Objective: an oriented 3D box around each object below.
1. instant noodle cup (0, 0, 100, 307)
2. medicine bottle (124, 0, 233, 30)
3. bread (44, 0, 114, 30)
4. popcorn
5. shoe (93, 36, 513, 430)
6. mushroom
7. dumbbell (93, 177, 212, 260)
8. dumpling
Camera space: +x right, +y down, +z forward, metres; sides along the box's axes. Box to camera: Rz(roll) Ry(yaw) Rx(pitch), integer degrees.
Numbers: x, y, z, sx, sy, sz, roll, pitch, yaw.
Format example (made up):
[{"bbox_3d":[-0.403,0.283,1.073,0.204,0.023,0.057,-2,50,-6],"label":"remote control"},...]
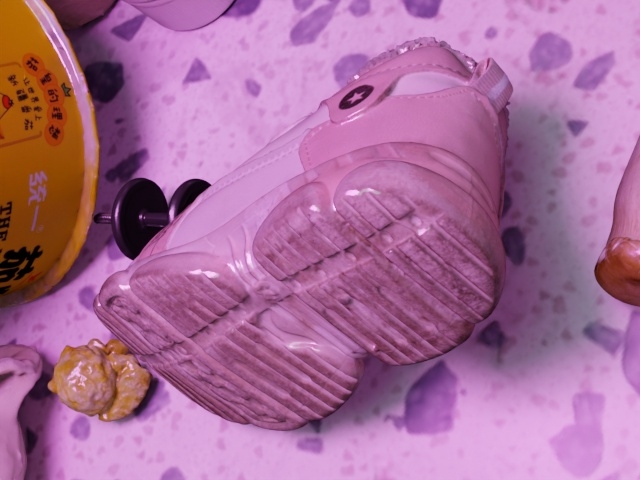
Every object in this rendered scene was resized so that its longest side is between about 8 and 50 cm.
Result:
[{"bbox_3d":[-0.376,-0.067,0.936,0.325,0.254,0.326,9,108,29],"label":"instant noodle cup"},{"bbox_3d":[-0.167,-0.267,0.956,0.139,0.237,0.139,-9,70,26],"label":"medicine bottle"},{"bbox_3d":[-0.273,-0.267,1.075,0.148,0.141,0.134,33,97,34],"label":"bread"},{"bbox_3d":[-0.178,0.115,0.956,0.083,0.068,0.060,10,114,6],"label":"popcorn"},{"bbox_3d":[0.001,0.002,0.836,0.351,0.172,0.198,-21,31,42],"label":"shoe"},{"bbox_3d":[0.239,-0.057,0.762,0.071,0.084,0.209,21,83,11],"label":"mushroom"},{"bbox_3d":[-0.123,-0.016,0.955,0.147,0.069,0.069,3,77,30],"label":"dumbbell"},{"bbox_3d":[-0.331,0.181,0.976,0.258,0.147,0.193,-49,19,-19],"label":"dumpling"}]
